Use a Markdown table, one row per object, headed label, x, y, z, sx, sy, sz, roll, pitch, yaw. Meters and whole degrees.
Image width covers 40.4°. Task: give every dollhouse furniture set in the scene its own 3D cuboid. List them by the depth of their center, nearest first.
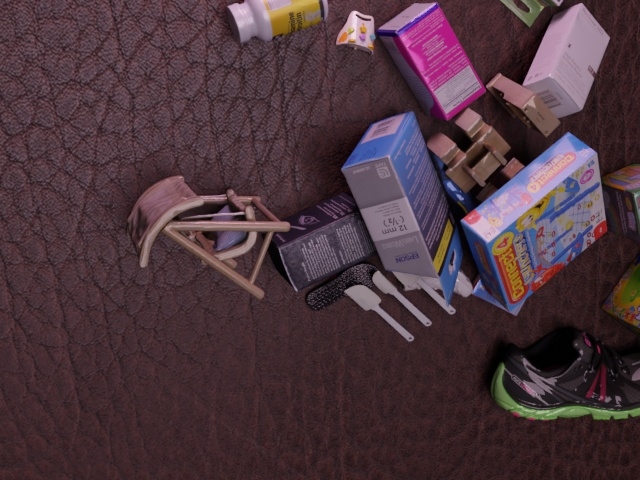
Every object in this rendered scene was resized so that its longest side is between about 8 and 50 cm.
| label | x | y | z | sx | sy | sz | roll | pitch | yaw |
| --- | --- | --- | --- | --- | --- | --- | --- | --- | --- |
| dollhouse furniture set | 0.367 | -0.220 | 1.882 | 0.242 | 0.161 | 0.212 | -46 | 119 | 7 |

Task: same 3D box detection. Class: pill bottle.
| label | x | y | z | sx | sy | sz | roll | pitch | yaw |
| --- | --- | --- | --- | --- | --- | --- | --- | --- | --- |
| pill bottle | -0.085 | -0.450 | 1.699 | 0.184 | 0.103 | 0.103 | -22 | 110 | -11 |

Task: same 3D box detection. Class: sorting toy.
| label | x | y | z | sx | sy | sz | roll | pitch | yaw |
| --- | --- | --- | --- | --- | --- | --- | --- | --- | --- |
| sorting toy | 0.082 | -0.433 | 1.798 | 0.083 | 0.045 | 0.075 | 12 | 81 | -20 |

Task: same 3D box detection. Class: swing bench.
| label | x | y | z | sx | sy | sz | roll | pitch | yaw |
| --- | --- | --- | --- | --- | --- | --- | --- | --- | --- |
| swing bench | -0.229 | -0.023 | 1.684 | 0.254 | 0.253 | 0.165 | 18 | 98 | -22 |

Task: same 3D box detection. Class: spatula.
| label | x | y | z | sx | sy | sz | roll | pitch | yaw |
| --- | --- | --- | --- | --- | --- | --- | --- | --- | --- |
| spatula | 0.189 | 0.135 | 1.933 | 0.168 | 0.019 | 0.242 | -36 | 126 | 18 |

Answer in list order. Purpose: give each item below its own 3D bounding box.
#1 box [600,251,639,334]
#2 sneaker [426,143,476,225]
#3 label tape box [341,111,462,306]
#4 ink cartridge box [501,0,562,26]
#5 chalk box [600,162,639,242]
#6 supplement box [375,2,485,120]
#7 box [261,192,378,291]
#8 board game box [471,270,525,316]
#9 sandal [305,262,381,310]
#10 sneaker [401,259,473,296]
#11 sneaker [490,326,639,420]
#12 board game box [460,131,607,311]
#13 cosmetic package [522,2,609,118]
| label | x | y | z | sx | sy | sz | roll | pitch | yaw |
| --- | --- | --- | --- | --- | --- | --- | --- | --- | --- |
| box | 0.883 | 0.134 | 2.065 | 0.177 | 0.290 | 0.279 | 34 | 91 | -23 |
| sneaker | 0.277 | -0.134 | 1.929 | 0.209 | 0.069 | 0.082 | 55 | 48 | -12 |
| label tape box | 0.182 | -0.059 | 1.805 | 0.115 | 0.249 | 0.348 | -13 | 113 | 24 |
| ink cartridge box | 0.490 | -0.577 | 1.874 | 0.109 | 0.062 | 0.209 | 34 | 93 | -23 |
| chalk box | 0.752 | -0.084 | 2.006 | 0.132 | 0.213 | 0.133 | -22 | 110 | -12 |
| supplement box | 0.231 | -0.374 | 1.817 | 0.114 | 0.111 | 0.220 | -36 | 113 | -7 |
| box | 0.000 | 0.000 | 1.819 | 0.207 | 0.153 | 0.108 | -25 | 111 | -9 |
| board game box | 0.471 | 0.027 | 2.046 | 0.145 | 0.027 | 0.281 | 27 | 95 | -24 |
| sandal | 0.049 | 0.097 | 1.926 | 0.179 | 0.040 | 0.067 | -25 | 105 | 5 |
| sneaker | 0.237 | 0.075 | 1.960 | 0.232 | 0.090 | 0.115 | 33 | 100 | -14 |
| sneaker | 0.648 | 0.311 | 2.094 | 0.482 | 0.185 | 0.202 | -3 | 109 | -18 |
| board game box | 0.474 | -0.031 | 1.895 | 0.302 | 0.086 | 0.308 | -39 | 142 | -5 |
| cosmetic package | 0.532 | -0.387 | 1.873 | 0.117 | 0.085 | 0.231 | 40 | 62 | -24 |
